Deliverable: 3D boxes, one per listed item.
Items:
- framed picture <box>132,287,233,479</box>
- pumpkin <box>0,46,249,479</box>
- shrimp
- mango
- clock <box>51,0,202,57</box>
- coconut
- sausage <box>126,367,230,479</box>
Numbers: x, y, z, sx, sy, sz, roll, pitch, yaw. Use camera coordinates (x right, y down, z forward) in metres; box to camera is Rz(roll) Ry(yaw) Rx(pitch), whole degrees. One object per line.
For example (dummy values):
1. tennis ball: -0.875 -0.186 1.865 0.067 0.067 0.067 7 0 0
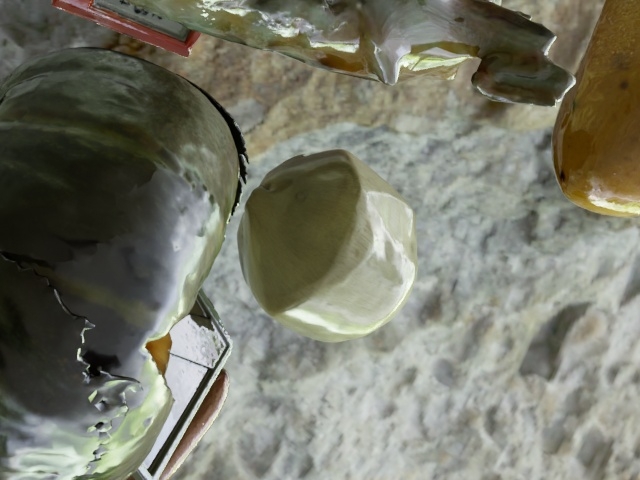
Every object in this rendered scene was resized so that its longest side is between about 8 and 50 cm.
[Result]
1. framed picture: -0.173 0.081 0.980 0.189 0.023 0.260 -63 -39 -38
2. pumpkin: -0.173 0.027 0.715 0.192 0.320 0.321 19 -88 -6
3. shrimp: 0.004 -0.081 0.319 0.187 0.132 0.052 10 -90 -25
4. mango: 0.298 -0.128 0.800 0.290 0.160 0.191 -45 -56 7
5. clock: -0.177 -0.264 1.056 0.155 0.061 0.113 20 -62 -22
6. coconut: 0.000 0.000 1.153 0.224 0.224 0.224 -8 -74 -29
7. sausage: -0.155 0.214 1.152 0.186 0.043 0.043 -52 -56 -36
